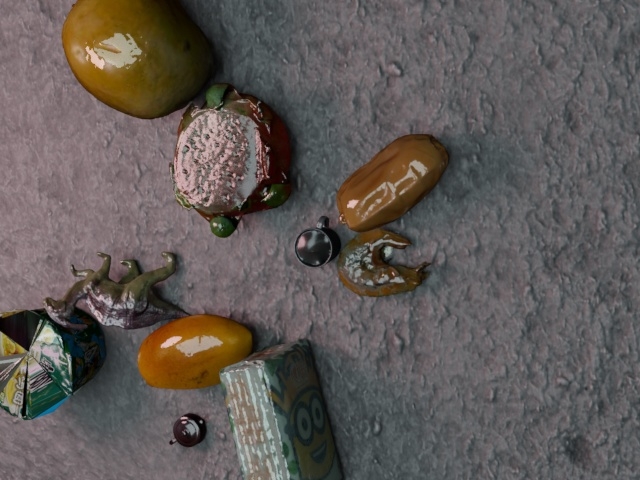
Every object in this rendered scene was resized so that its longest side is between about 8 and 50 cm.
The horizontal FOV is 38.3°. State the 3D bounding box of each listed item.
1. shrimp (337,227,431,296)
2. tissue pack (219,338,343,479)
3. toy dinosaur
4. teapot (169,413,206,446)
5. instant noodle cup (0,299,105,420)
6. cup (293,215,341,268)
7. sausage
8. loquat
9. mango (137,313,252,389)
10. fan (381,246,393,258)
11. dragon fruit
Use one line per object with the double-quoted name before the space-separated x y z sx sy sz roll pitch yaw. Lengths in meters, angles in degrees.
"shrimp" 0.121 0.044 1.761 0.187 0.051 0.132 -1 100 16
"tissue pack" -0.071 0.364 1.768 0.128 0.228 0.311 -14 90 20
"toy dinosaur" -0.417 0.107 1.900 0.294 0.077 0.162 -1 72 -5
"teapot" -0.281 0.403 1.936 0.100 0.045 0.068 -37 82 17
"instant noodle cup" -0.576 0.241 1.946 0.240 0.178 0.240 2 96 18
"cup" 0.000 0.000 1.786 0.078 0.077 0.100 18 101 16
"sausage" 0.130 -0.105 1.708 0.241 0.136 0.120 -38 90 22
"loquat" -0.353 -0.366 1.773 0.276 0.276 0.284 -39 97 18
"mango" -0.252 0.226 1.868 0.252 0.126 0.154 -17 102 18
"fan" 0.115 0.021 1.789 0.060 0.003 0.080 -7 94 18
"dragon fruit" -0.175 -0.155 1.799 0.268 0.130 0.295 10 99 17
